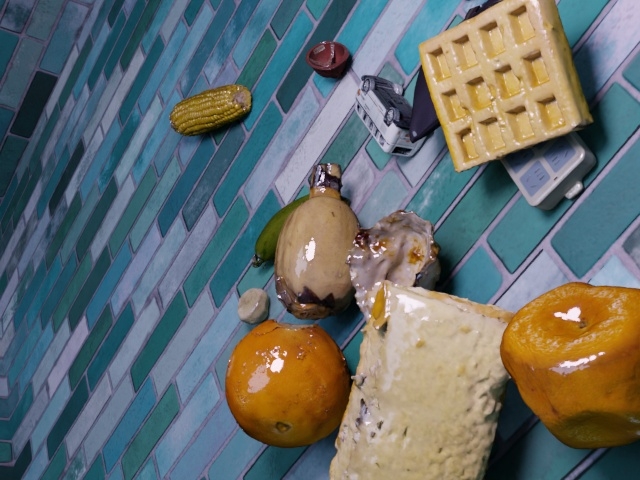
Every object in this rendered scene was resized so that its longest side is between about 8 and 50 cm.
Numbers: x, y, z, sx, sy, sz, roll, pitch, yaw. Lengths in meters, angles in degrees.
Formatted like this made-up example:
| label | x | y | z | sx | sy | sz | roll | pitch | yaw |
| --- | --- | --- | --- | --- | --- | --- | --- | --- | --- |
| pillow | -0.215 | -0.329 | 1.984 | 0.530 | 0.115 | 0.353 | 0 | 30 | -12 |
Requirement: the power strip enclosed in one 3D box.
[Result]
| label | x | y | z | sx | sy | sz | roll | pitch | yaw |
| --- | --- | --- | --- | --- | --- | --- | --- | --- | --- |
| power strip | 0.332 | -0.168 | 1.352 | 0.118 | 0.046 | 0.270 | -52 | 41 | 30 |

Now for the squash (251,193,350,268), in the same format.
| label | x | y | z | sx | sy | sz | roll | pitch | yaw |
| --- | --- | --- | --- | --- | --- | --- | --- | --- | --- |
| squash | -0.060 | -0.035 | 1.825 | 0.318 | 0.080 | 0.071 | -35 | 14 | 41 |

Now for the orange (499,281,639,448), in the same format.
| label | x | y | z | sx | sy | sz | roll | pitch | yaw |
| --- | --- | --- | --- | --- | --- | --- | --- | --- | --- |
| orange | 0.361 | 0.159 | 1.081 | 0.249 | 0.183 | 0.249 | -23 | 20 | 9 |

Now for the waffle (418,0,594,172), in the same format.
| label | x | y | z | sx | sy | sz | roll | pitch | yaw |
| --- | --- | --- | --- | --- | --- | --- | --- | --- | --- |
| waffle | 0.272 | -0.240 | 1.302 | 0.247 | 0.055 | 0.221 | -19 | 88 | 47 |

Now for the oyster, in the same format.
| label | x | y | z | sx | sy | sz | roll | pitch | yaw |
| --- | --- | --- | --- | --- | --- | --- | --- | --- | --- |
| oyster | 0.142 | 0.119 | 1.432 | 0.197 | 0.133 | 0.337 | -22 | 67 | 60 |

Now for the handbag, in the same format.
| label | x | y | z | sx | sy | sz | roll | pitch | yaw |
| --- | --- | --- | --- | --- | --- | --- | --- | --- | --- |
| handbag | 0.246 | -0.306 | 1.464 | 0.254 | 0.088 | 0.211 | -39 | 31 | 44 |

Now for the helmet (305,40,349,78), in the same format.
| label | x | y | z | sx | sy | sz | roll | pitch | yaw |
| --- | --- | --- | --- | --- | --- | --- | --- | --- | --- |
| helmet | 0.021 | -0.379 | 1.842 | 0.089 | 0.057 | 0.111 | -31 | 44 | -11 |

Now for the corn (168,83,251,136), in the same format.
| label | x | y | z | sx | sy | sz | roll | pitch | yaw |
| --- | --- | --- | --- | --- | --- | --- | --- | --- | --- |
| corn | -0.294 | -0.337 | 2.221 | 0.317 | 0.115 | 0.115 | -8 | 72 | 52 |

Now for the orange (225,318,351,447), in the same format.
| label | x | y | z | sx | sy | sz | roll | pitch | yaw |
| --- | --- | --- | --- | --- | --- | --- | --- | --- | --- |
| orange | -0.059 | 0.264 | 1.576 | 0.240 | 0.240 | 0.240 | -24 | 60 | 48 |

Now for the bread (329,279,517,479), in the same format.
| label | x | y | z | sx | sy | sz | roll | pitch | yaw |
| --- | --- | --- | --- | --- | --- | --- | --- | --- | --- |
| bread | 0.149 | 0.258 | 1.271 | 0.236 | 0.165 | 0.376 | 16 | 96 | 12 |

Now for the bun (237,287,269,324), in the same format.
| label | x | y | z | sx | sy | sz | roll | pitch | yaw |
| --- | --- | --- | --- | --- | --- | --- | --- | --- | --- |
| bun | -0.144 | 0.148 | 1.888 | 0.086 | 0.054 | 0.086 | -30 | 43 | 34 |

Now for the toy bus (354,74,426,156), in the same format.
| label | x | y | z | sx | sy | sz | roll | pitch | yaw |
| --- | --- | --- | --- | --- | --- | --- | --- | --- | --- |
| toy bus | 0.129 | -0.239 | 1.626 | 0.089 | 0.087 | 0.194 | -64 | 37 | 32 |

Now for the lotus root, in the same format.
| label | x | y | z | sx | sy | sz | roll | pitch | yaw |
| --- | --- | --- | --- | --- | --- | --- | --- | --- | --- |
| lotus root | 0.000 | 0.000 | 1.645 | 0.182 | 0.182 | 0.310 | -19 | 61 | 50 |
